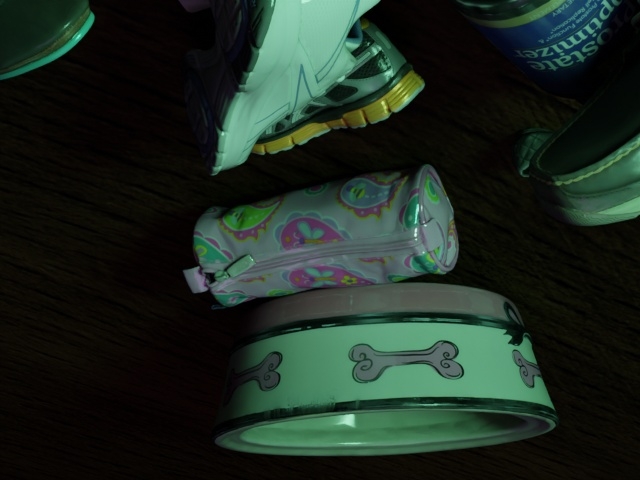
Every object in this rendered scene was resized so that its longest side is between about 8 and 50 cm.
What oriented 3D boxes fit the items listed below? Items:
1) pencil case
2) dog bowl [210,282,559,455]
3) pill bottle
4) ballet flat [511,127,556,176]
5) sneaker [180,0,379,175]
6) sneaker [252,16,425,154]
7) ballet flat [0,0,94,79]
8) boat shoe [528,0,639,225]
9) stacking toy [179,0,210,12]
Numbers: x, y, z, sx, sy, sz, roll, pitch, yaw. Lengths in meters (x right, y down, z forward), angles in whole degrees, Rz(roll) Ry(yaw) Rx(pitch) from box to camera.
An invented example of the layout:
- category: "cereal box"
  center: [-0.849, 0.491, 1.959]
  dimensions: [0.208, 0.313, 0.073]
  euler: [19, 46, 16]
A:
- category: "pencil case"
  center: [0.000, 0.000, 1.249]
  dimensions: [0.284, 0.124, 0.124]
  euler: [-10, 147, 21]
- category: "dog bowl"
  center: [0.071, 0.161, 1.412]
  dimensions: [0.408, 0.150, 0.408]
  euler: [-2, 163, -1]
- category: "pill bottle"
  center: [0.187, -0.182, 0.900]
  dimensions: [0.123, 0.123, 0.219]
  euler: [-16, 154, 31]
- category: "ballet flat"
  center: [0.272, -0.078, 1.151]
  dimensions: [0.173, 0.049, 0.057]
  euler: [2, 151, 3]
- category: "sneaker"
  center: [-0.036, -0.137, 0.964]
  dimensions: [0.129, 0.111, 0.297]
  euler: [-12, 167, -22]
- category: "sneaker"
  center: [-0.007, -0.140, 1.068]
  dimensions: [0.215, 0.084, 0.083]
  euler: [-15, 116, 39]
- category: "ballet flat"
  center: [-0.285, -0.176, 0.957]
  dimensions: [0.096, 0.095, 0.280]
  euler: [48, 152, -26]
- category: "boat shoe"
  center: [0.274, -0.154, 0.834]
  dimensions: [0.130, 0.355, 0.132]
  euler: [55, 168, -24]
- category: "stacking toy"
  center: [-0.067, -0.279, 0.848]
  dimensions: [0.309, 0.130, 0.279]
  euler: [-8, 174, 25]
